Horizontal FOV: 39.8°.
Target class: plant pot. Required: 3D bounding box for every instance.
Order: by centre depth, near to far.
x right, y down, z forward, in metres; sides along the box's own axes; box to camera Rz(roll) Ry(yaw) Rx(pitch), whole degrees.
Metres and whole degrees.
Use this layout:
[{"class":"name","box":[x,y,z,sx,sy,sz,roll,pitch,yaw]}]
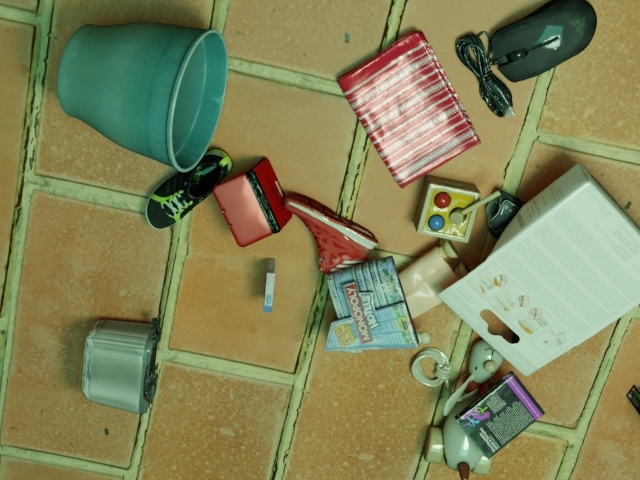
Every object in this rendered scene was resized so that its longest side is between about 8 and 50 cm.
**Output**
[{"class":"plant pot","box":[-0.343,-0.293,1.670,0.255,0.271,0.271,16,109,9]}]

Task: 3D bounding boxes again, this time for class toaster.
[{"class":"toaster","box":[-0.432,0.263,1.926,0.147,0.129,0.227,9,111,-1]}]

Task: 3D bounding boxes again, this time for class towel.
[{"class":"towel","box":[0.182,-0.264,1.797,0.199,0.031,0.275,-29,107,10]}]

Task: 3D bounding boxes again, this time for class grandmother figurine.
[{"class":"grandmother figurine","box":[0.165,0.140,1.909,0.342,0.104,0.207,-33,79,14]}]

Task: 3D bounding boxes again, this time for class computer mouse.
[{"class":"computer mouse","box":[0.424,-0.376,1.736,0.272,0.072,0.188,-31,106,10]}]

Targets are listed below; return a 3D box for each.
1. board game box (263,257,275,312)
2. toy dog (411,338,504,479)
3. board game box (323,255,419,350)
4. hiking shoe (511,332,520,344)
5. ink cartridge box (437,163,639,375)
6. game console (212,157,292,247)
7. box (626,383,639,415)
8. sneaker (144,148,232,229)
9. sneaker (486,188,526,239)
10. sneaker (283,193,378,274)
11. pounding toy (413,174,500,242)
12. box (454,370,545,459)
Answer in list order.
[{"class":"board game box","box":[-0.109,0.095,1.888,0.020,0.090,0.090,4,110,-4]},{"class":"toy dog","box":[0.331,0.400,1.962,0.220,0.161,0.333,-9,109,2]},{"class":"board game box","box":[0.085,0.152,1.843,0.194,0.060,0.194,-17,95,9]},{"class":"hiking shoe","box":[0.519,0.172,1.923,0.114,0.086,0.227,39,104,-10]},{"class":"ink cartridge box","box":[0.480,0.073,1.821,0.385,0.091,0.308,-39,113,22]},{"class":"game console","box":[-0.138,-0.079,1.827,0.085,0.124,0.144,-13,111,28]},{"class":"box","box":[0.762,0.400,1.942,0.114,0.207,0.036,24,107,-10]},{"class":"sneaker","box":[-0.278,-0.105,1.812,0.235,0.097,0.084,-42,104,13]},{"class":"sneaker","box":[0.453,-0.069,1.837,0.226,0.086,0.163,-41,107,14]},{"class":"sneaker","box":[0.000,0.000,1.859,0.221,0.087,0.128,29,105,-9]},{"class":"pounding toy","box":[0.280,-0.068,1.828,0.141,0.100,0.130,11,109,-4]},{"class":"box","box":[0.385,0.375,1.898,0.162,0.029,0.116,-38,98,-3]}]
